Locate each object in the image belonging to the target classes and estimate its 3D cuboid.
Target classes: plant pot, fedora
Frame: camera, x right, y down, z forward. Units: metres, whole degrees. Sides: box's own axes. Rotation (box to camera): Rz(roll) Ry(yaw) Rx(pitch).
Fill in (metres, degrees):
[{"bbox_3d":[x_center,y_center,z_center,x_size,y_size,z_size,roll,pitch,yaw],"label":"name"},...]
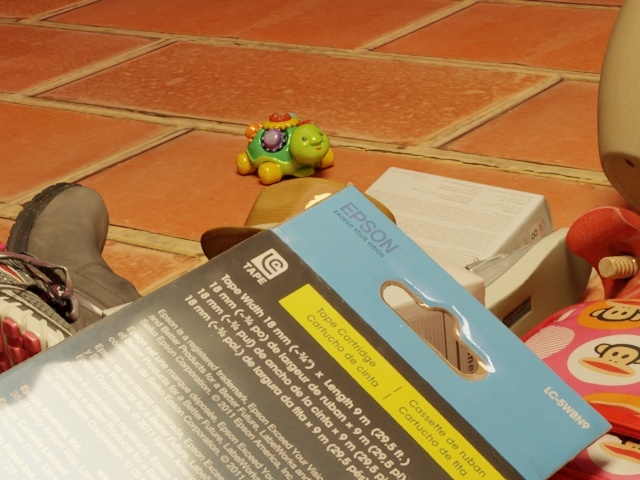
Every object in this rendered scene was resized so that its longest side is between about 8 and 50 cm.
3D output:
[{"bbox_3d":[0.365,-0.111,1.498,0.191,0.284,0.284,-51,36,-11],"label":"plant pot"},{"bbox_3d":[0.000,0.000,1.343,0.194,0.079,0.194,12,-19,4],"label":"fedora"}]

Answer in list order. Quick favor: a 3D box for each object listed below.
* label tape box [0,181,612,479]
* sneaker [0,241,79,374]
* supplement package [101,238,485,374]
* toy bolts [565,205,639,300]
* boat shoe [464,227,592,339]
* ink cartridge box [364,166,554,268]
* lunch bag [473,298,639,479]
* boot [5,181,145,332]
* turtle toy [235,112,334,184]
[{"bbox_3d":[-0.034,0.137,0.945,0.334,0.106,0.240,-29,62,-34],"label":"label tape box"},{"bbox_3d":[-0.213,0.062,1.159,0.112,0.120,0.299,-23,34,-33],"label":"sneaker"},{"bbox_3d":[-0.014,0.099,1.172,0.244,0.139,0.134,-15,24,-25],"label":"supplement package"},{"bbox_3d":[0.340,0.019,1.308,0.158,0.218,0.228,-3,-16,-40],"label":"toy bolts"},{"bbox_3d":[0.145,0.043,1.355,0.081,0.079,0.227,17,33,37],"label":"boat shoe"},{"bbox_3d":[0.074,0.027,1.486,0.189,0.066,0.232,14,49,41],"label":"ink cartridge box"},{"bbox_3d":[0.220,0.148,1.027,0.293,0.120,0.258,13,32,42],"label":"lunch bag"},{"bbox_3d":[-0.162,0.061,1.380,0.223,0.118,0.338,0,33,7],"label":"boot"},{"bbox_3d":[-0.034,-0.106,1.805,0.095,0.066,0.130,-18,24,-29],"label":"turtle toy"}]
